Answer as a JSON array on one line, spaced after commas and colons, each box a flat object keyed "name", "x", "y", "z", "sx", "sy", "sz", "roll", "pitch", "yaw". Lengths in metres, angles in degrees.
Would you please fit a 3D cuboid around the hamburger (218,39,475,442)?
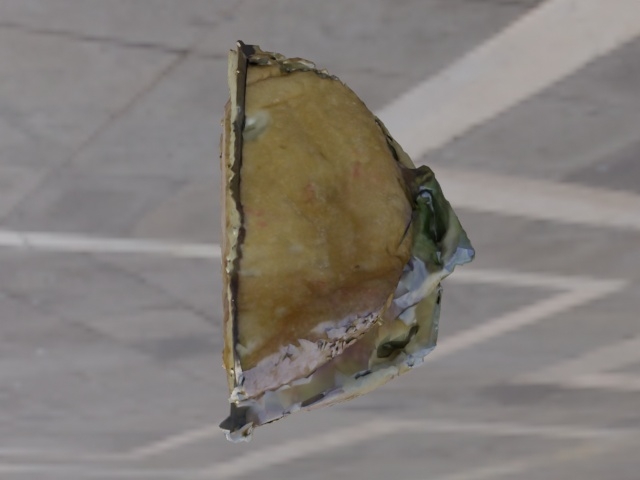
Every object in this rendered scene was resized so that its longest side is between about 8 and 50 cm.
[{"name": "hamburger", "x": 0.006, "y": 0.004, "z": 0.736, "sx": 0.102, "sy": 0.176, "sz": 0.087, "roll": 5, "pitch": 147, "yaw": -11}]
